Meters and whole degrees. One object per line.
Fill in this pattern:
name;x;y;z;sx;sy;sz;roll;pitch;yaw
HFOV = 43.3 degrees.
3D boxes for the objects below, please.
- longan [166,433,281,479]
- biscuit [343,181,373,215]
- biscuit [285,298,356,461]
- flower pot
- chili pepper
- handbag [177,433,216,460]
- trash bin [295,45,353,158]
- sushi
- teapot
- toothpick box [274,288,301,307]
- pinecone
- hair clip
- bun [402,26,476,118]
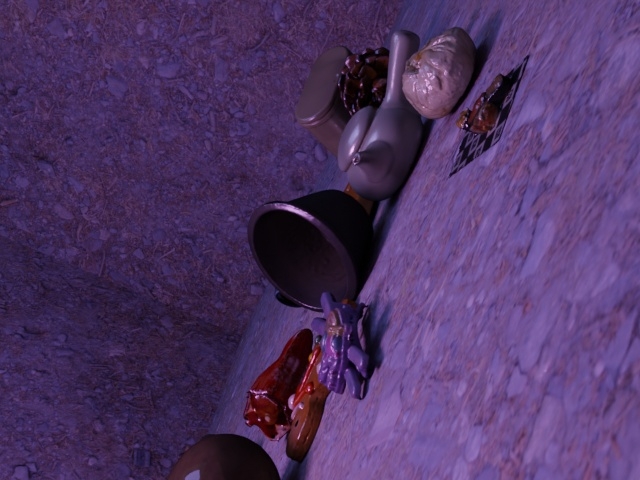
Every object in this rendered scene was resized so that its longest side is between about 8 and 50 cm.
longan;-0.173;0.450;1.393;0.246;0.215;0.246;4;-90;-83
biscuit;0.056;-0.015;1.924;0.351;0.057;0.312;-125;60;-82
biscuit;-0.008;0.258;1.514;0.205;0.049;0.324;124;166;-56
flower pot;0.000;0.000;1.651;0.166;0.269;0.269;-44;-10;-41
chili pepper;-0.070;0.296;1.711;0.144;0.136;0.253;67;-147;-27
handbag;-0.273;0.595;1.925;0.181;0.181;0.255;119;169;-60
trash bin;0.069;-0.323;2.034;0.121;0.247;0.243;-4;57;39
sushi;0.225;-0.179;1.166;0.201;0.031;0.139;135;157;-75
teapot;0.136;-0.240;1.632;0.220;0.149;0.318;143;149;-76
toothpick box;-0.063;0.094;2.276;0.120;0.120;0.184;122;167;-55
pinecone;0.132;-0.347;1.869;0.205;0.184;0.179;-61;-35;-55
hair clip;0.031;0.165;1.300;0.278;0.090;0.137;-86;12;-74
bun;0.206;-0.299;1.420;0.164;0.111;0.188;-61;4;21
